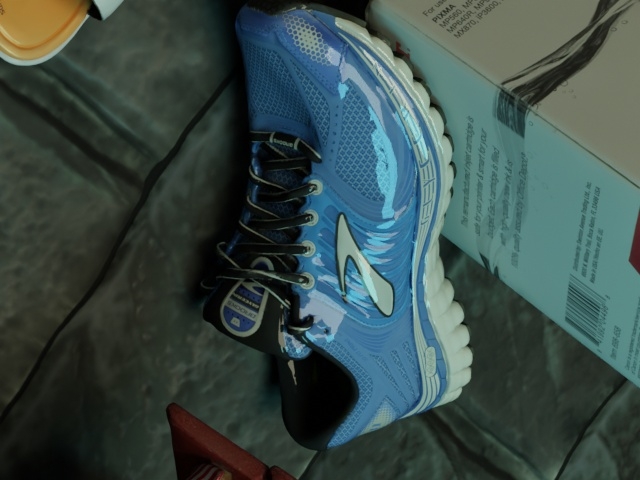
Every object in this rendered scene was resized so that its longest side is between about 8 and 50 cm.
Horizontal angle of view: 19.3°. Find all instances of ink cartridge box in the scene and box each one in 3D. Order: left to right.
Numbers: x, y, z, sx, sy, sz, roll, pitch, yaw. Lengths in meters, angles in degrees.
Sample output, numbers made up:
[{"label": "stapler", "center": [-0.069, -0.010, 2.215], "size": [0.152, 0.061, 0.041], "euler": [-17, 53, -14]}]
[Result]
[{"label": "ink cartridge box", "center": [0.163, -0.048, 1.150], "size": [0.114, 0.273, 0.197], "euler": [-42, 154, -22]}]

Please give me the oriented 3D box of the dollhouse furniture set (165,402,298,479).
[{"label": "dollhouse furniture set", "center": [-0.078, 0.306, 1.105], "size": [0.201, 0.152, 0.374], "euler": [-43, 148, -33]}]

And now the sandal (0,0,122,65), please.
[{"label": "sandal", "center": [-0.102, -0.213, 1.031], "size": [0.102, 0.076, 0.265], "euler": [39, 81, -41]}]

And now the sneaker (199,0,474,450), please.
[{"label": "sneaker", "center": [0.000, 0.000, 1.166], "size": [0.147, 0.130, 0.330], "euler": [-33, 125, -28]}]
